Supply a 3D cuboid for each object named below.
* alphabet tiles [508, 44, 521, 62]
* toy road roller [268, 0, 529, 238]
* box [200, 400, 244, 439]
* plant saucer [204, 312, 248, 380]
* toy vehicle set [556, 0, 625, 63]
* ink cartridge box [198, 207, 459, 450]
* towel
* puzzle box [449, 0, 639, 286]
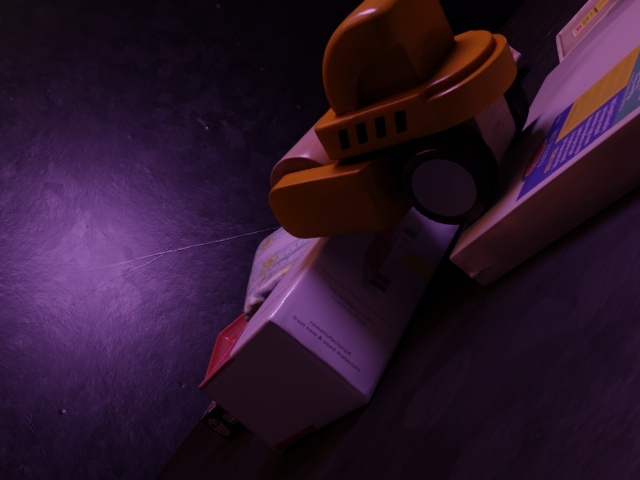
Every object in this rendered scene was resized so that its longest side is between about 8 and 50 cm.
[{"bbox_3d":[0.416,-0.371,1.558,0.237,0.009,0.198,-78,13,-65],"label":"alphabet tiles"},{"bbox_3d":[0.067,-0.157,0.759,0.330,0.240,0.202,-10,30,39],"label":"toy road roller"},{"bbox_3d":[-0.104,0.258,1.541,0.395,0.097,0.318,-54,3,-40],"label":"box"},{"bbox_3d":[-0.128,0.195,1.382,0.259,0.047,0.258,-40,14,10],"label":"plant saucer"},{"bbox_3d":[0.464,-0.371,1.059,0.166,0.035,0.267,-50,3,31],"label":"toy vehicle set"},{"bbox_3d":[0.024,0.084,0.960,0.384,0.160,0.279,-53,3,-40],"label":"ink cartridge box"},{"bbox_3d":[0.000,0.000,1.375,0.374,0.090,0.320,-35,14,12],"label":"towel"},{"bbox_3d":[0.299,-0.152,0.686,0.409,0.052,0.272,-53,4,-38],"label":"puzzle box"}]
